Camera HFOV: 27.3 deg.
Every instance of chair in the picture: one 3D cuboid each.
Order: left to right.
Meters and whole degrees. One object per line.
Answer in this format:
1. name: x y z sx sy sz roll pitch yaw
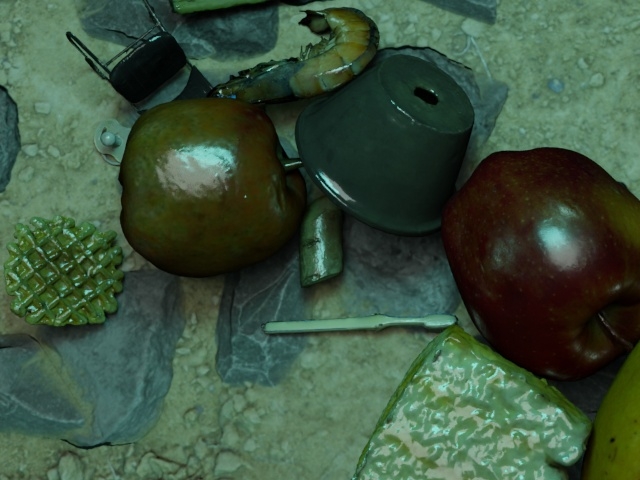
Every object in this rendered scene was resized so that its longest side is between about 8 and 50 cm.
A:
1. chair: -0.263 -0.263 2.046 0.140 0.145 0.221 -39 73 -2

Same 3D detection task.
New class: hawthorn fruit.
1. hawthorn fruit: -0.144 -0.077 1.916 0.301 0.268 0.267 -7 73 8

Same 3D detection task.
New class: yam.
1. yam: 0.000 0.000 1.962 0.070 0.070 0.146 -3 75 9

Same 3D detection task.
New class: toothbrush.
1. toothbrush: 0.056 0.123 1.937 0.294 0.028 0.026 -1 52 9

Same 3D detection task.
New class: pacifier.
1. pacifier: -0.327 -0.153 2.067 0.083 0.064 0.068 28 97 16

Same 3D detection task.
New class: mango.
1. mango: 0.500 0.227 1.702 0.232 0.300 0.445 17 65 41

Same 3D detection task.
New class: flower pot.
1. flower pot: 0.113 -0.153 1.869 0.269 0.166 0.269 19 44 -20

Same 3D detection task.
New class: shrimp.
1. shrimp: -0.046 -0.282 2.024 0.290 0.054 0.222 -18 39 15

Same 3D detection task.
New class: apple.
1. apple: 0.317 0.028 1.792 0.288 0.288 0.316 -29 54 0

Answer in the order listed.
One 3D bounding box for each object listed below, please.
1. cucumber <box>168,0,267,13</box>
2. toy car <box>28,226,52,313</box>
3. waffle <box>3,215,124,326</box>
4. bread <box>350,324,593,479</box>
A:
1. cucumber: -0.089 -0.451 2.098 0.326 0.105 0.145 -12 45 6
2. toy car: -0.420 0.049 2.023 0.069 0.055 0.142 10 76 -28
3. waffle: -0.386 0.046 1.988 0.184 0.036 0.169 4 78 -25
4. bread: 0.163 0.329 1.743 0.239 0.264 0.395 31 91 5
